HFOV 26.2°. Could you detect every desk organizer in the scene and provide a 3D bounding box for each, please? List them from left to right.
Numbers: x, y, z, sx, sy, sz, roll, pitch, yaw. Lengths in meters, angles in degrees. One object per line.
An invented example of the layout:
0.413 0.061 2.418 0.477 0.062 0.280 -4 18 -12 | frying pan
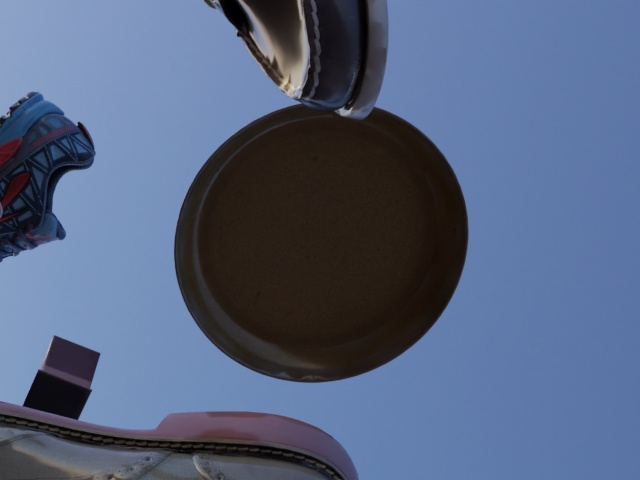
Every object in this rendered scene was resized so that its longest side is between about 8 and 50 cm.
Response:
-0.229 0.146 1.154 0.047 0.050 0.130 22 -57 -11 | desk organizer

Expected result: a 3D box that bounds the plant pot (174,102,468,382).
0.000 0.000 1.096 0.032 0.236 0.236 -122 -146 -67 | plant pot

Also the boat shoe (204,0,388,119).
-0.048 -0.191 0.840 0.116 0.096 0.324 113 -33 -41 | boat shoe

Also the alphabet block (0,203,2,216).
-0.370 -0.064 0.945 0.192 0.193 0.197 -26 -95 14 | alphabet block

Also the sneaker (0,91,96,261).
-0.334 -0.023 1.454 0.125 0.104 0.262 34 -89 -4 | sneaker

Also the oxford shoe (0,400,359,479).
-0.168 0.176 0.765 0.146 0.397 0.140 -105 -171 -68 | oxford shoe
